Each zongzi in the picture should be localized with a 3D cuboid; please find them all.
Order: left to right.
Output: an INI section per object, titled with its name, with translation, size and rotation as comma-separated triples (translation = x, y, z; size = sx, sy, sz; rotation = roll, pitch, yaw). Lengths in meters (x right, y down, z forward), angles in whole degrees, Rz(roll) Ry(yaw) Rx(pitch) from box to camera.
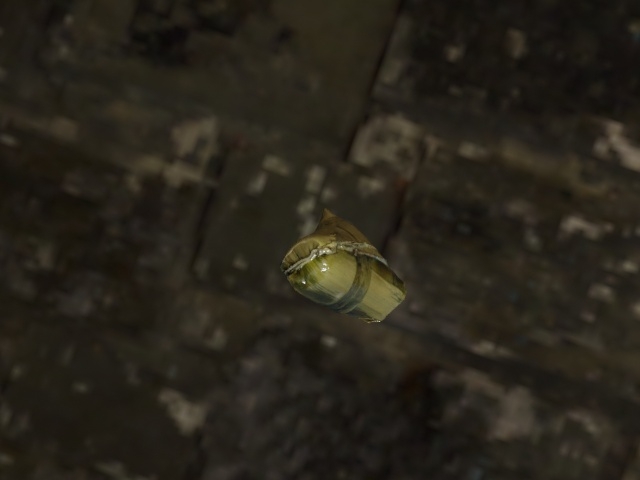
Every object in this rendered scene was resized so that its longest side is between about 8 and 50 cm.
[zongzi]
translation = 0.000, 0.000, 1.021
size = 0.076, 0.040, 0.083
rotation = 27, -152, -49
